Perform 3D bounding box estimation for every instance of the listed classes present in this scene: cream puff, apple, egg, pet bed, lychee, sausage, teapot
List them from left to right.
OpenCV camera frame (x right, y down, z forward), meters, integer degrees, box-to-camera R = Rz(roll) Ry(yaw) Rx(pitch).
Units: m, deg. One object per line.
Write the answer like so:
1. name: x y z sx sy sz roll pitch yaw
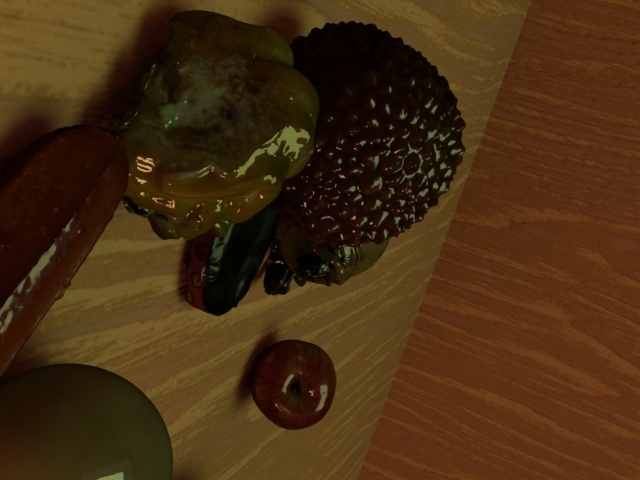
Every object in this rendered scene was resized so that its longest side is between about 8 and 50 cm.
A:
1. sausage: -0.254 0.039 0.740 0.330 0.102 0.102 -60 162 -30
2. egg: -0.227 0.205 0.882 0.241 0.186 0.185 74 40 -74
3. cream puff: -0.099 -0.098 0.940 0.221 0.195 0.194 -59 162 -16
4. pet bed: -0.111 0.005 1.248 0.201 0.054 0.201 -57 160 -35
5. apple: -0.044 0.235 1.616 0.131 0.146 0.146 -166 -82 -80
6. teapot: 0.000 0.000 1.380 0.269 0.173 0.182 -40 -163 32
7. lychee: 0.033 -0.121 1.178 0.267 0.268 0.267 -58 161 -32
